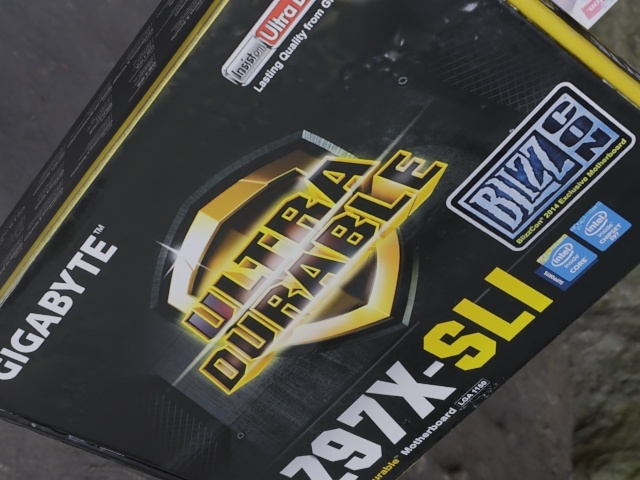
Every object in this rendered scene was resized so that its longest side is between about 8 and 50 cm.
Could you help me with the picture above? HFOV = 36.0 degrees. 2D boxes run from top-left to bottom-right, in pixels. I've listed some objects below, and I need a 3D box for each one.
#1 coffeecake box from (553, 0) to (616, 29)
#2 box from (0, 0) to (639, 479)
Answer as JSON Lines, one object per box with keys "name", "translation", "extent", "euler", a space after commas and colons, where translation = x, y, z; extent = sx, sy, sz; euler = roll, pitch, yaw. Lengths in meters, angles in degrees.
{"name": "coffeecake box", "translation": [0.178, -0.250, 0.778], "extent": [0.185, 0.142, 0.068], "euler": [32, 17, -46]}
{"name": "box", "translation": [0.000, 0.000, 0.497], "extent": [0.257, 0.322, 0.079], "euler": [29, 27, -30]}
